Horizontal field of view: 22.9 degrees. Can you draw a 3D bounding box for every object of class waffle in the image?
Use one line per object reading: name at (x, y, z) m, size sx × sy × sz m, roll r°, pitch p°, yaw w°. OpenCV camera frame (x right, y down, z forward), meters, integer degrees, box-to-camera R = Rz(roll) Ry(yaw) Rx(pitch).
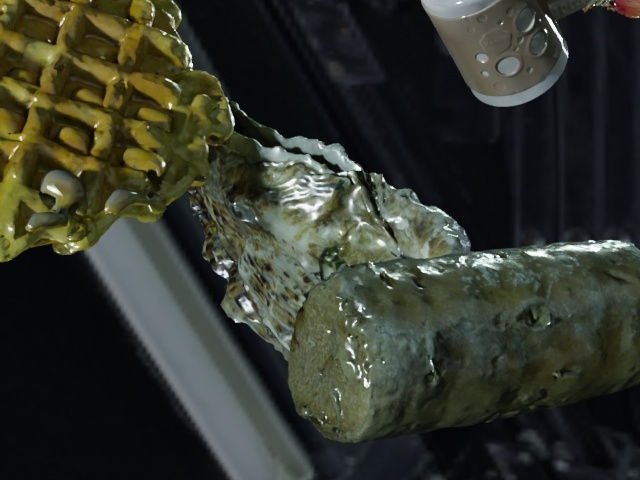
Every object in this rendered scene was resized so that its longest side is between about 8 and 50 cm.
waffle at (-0.192, -0.101, 0.990) m, size 0.280 × 0.060 × 0.262 m, roll -21°, pitch -118°, yaw -35°

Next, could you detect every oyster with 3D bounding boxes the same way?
oyster at (0.000, 0.000, 1.085) m, size 0.112 × 0.268 × 0.198 m, roll -31°, pitch -39°, yaw -23°

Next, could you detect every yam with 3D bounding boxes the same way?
yam at (0.074, 0.040, 0.685) m, size 0.179 × 0.078 × 0.078 m, roll -7°, pitch -84°, yaw -27°

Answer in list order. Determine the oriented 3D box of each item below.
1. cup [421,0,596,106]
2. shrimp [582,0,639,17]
cup at (0.125, -0.150, 1.028) m, size 0.099 × 0.102 × 0.074 m, roll 52°, pitch -152°, yaw -43°
shrimp at (0.271, -0.216, 1.298) m, size 0.042 × 0.190 × 0.101 m, roll -18°, pitch -88°, yaw -28°
